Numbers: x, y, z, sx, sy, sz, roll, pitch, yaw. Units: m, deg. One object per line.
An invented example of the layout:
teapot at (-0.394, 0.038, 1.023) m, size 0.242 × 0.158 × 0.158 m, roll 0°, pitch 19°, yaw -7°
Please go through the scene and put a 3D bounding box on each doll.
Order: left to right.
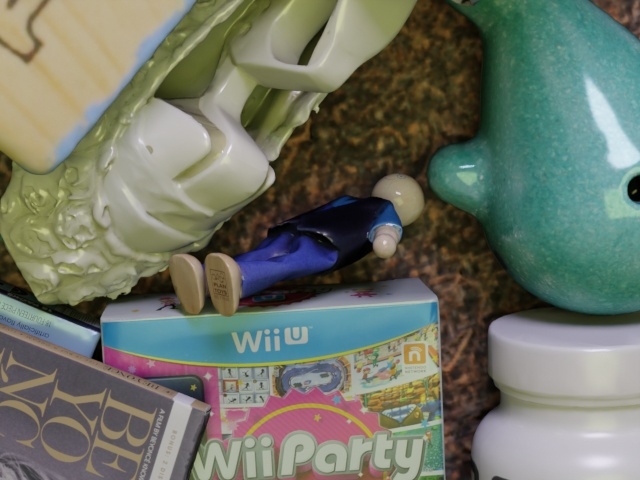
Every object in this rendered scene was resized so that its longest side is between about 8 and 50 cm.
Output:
doll at (0.000, 0.000, 0.849) m, size 0.189 × 0.129 × 0.046 m, roll -23°, pitch 105°, yaw -38°

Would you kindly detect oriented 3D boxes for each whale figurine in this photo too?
whale figurine at (0.170, -0.082, 0.845) m, size 0.216 × 0.141 × 0.272 m, roll -23°, pitch 96°, yaw 0°

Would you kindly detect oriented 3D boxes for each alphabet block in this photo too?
alphabet block at (-0.195, -0.188, 0.744) m, size 0.193 × 0.192 × 0.197 m, roll -51°, pitch 128°, yaw 0°

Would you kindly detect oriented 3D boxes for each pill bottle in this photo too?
pill bottle at (0.182, 0.192, 0.876) m, size 0.162 × 0.162 × 0.279 m, roll -3°, pitch 99°, yaw -4°

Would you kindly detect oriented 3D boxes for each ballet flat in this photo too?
ballet flat at (-0.048, -0.106, 0.813) m, size 0.147 × 0.147 × 0.409 m, roll 39°, pitch 93°, yaw -9°

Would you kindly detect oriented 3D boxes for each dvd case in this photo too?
dvd case at (-0.195, 0.143, 0.839) m, size 0.221 × 0.018 × 0.165 m, roll 20°, pitch 102°, yaw 8°

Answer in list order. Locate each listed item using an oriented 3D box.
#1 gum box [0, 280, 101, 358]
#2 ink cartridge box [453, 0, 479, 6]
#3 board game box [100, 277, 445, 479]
gum box at (-0.255, 0.114, 0.894) m, size 0.157 × 0.041 × 0.184 m, roll 22°, pitch 96°, yaw -6°
ink cartridge box at (0.072, -0.371, 0.734) m, size 0.270 × 0.151 × 0.395 m, roll 32°, pitch 60°, yaw -8°
board game box at (-0.029, 0.185, 0.895) m, size 0.224 × 0.097 × 0.303 m, roll -4°, pitch 97°, yaw -3°
